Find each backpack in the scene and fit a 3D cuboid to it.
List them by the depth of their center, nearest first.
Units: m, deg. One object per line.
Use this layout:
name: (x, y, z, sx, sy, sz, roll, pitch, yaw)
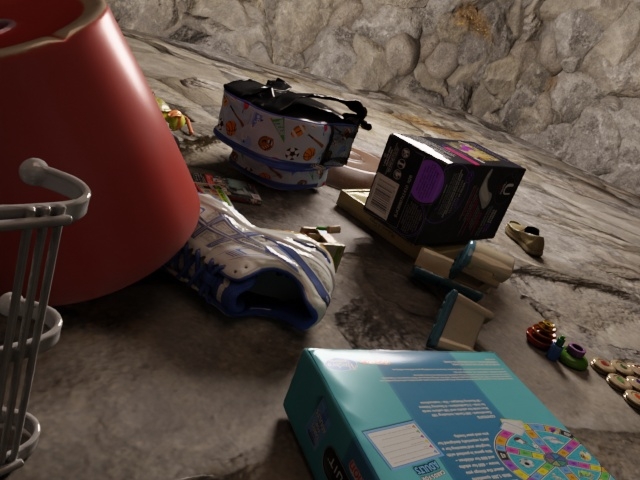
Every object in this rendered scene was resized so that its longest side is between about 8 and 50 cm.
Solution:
backpack: (-0.085, -0.225, 1.149, 0.277, 0.213, 0.263, 25, 15, 30)

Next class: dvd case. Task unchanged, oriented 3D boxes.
dvd case: (-0.174, -0.096, 1.040, 0.120, 0.013, 0.087, 6, 26, -25)

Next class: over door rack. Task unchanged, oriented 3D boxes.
over door rack: (-0.285, 0.081, 0.276, 0.108, 0.239, 0.324, 30, 25, 18)

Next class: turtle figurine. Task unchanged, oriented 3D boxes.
turtle figurine: (-0.380, -0.274, 1.180, 0.218, 0.087, 0.269, 15, 24, -10)

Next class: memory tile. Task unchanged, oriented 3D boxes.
memory tile: (0.498, 0.221, 0.852, 0.148, 0.012, 0.113, 11, 25, -20)

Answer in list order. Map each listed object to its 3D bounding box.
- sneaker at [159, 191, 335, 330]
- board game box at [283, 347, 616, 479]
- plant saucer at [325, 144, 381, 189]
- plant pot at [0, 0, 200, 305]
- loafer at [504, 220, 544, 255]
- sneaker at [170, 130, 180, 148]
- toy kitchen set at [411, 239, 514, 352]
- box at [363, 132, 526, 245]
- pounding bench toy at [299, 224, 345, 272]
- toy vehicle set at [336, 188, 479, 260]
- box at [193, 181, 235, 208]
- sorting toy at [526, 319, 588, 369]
sneaker: (-0.123, 0.024, 0.693, 0.297, 0.111, 0.131, 14, 28, -4)
board game box: (0.143, 0.229, 0.478, 0.254, 0.079, 0.336, 7, 26, -28)
plant saucer: (0.063, -0.195, 1.398, 0.311, 0.050, 0.310, 17, 23, -7)
plant pot: (-0.285, -0.109, 0.582, 0.275, 0.243, 0.274, -3, 41, 3)
loafer: (0.487, -0.015, 1.317, 0.056, 0.050, 0.148, 11, 24, -18)
sneaker: (-0.372, -0.178, 0.966, 0.258, 0.094, 0.091, -6, 38, -43)
toy kitchen set: (0.185, 0.091, 0.844, 0.122, 0.166, 0.207, 24, -13, 9)
box: (0.240, -0.098, 1.074, 0.271, 0.165, 0.143, -3, 32, -42)
pounding bench toy: (0.000, 0.000, 0.870, 0.052, 0.083, 0.065, 3, 29, -33)
toy vehicle set: (0.178, -0.032, 1.137, 0.166, 0.035, 0.267, -5, 33, -44)
box: (-0.186, -0.035, 0.866, 0.114, 0.036, 0.207, 5, 27, -29)
sorting toy: (0.368, 0.156, 0.859, 0.102, 0.042, 0.061, 29, 25, 22)
